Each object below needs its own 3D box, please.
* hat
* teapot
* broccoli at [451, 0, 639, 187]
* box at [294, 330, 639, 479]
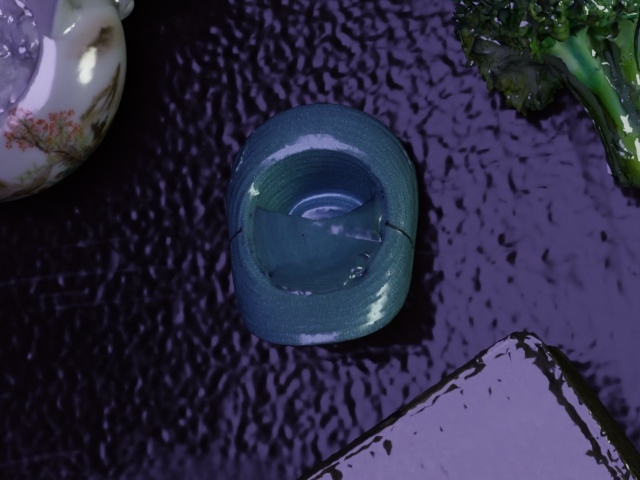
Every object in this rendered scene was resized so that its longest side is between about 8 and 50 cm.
[{"bbox_3d":[0.000,0.000,1.312,0.138,0.078,0.191,-1,64,7],"label":"hat"},{"bbox_3d":[-0.237,-0.137,1.361,0.298,0.139,0.204,-37,72,9],"label":"teapot"},{"bbox_3d":[0.182,-0.126,1.233,0.219,0.194,0.194,-12,77,53],"label":"broccoli"},{"bbox_3d":[0.086,0.207,1.224,0.273,0.143,0.184,-35,75,8],"label":"box"}]
